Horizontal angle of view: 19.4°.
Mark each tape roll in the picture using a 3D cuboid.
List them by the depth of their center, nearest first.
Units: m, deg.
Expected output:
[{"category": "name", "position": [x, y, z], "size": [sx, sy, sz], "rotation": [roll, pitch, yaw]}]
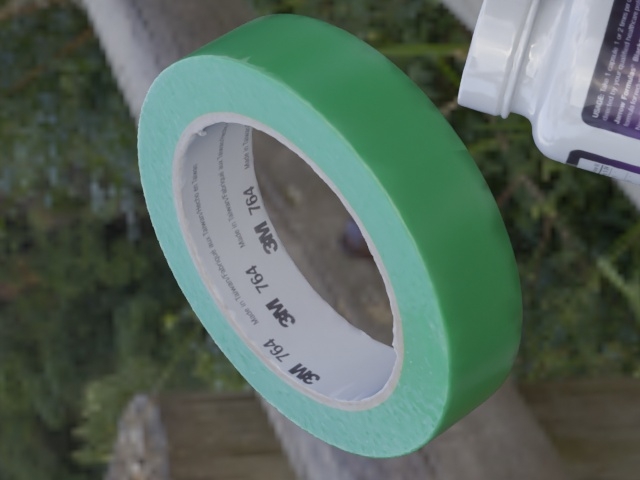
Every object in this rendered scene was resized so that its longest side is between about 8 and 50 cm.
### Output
[{"category": "tape roll", "position": [0.000, 0.000, 1.332], "size": [0.321, 0.077, 0.321], "rotation": [36, 143, 33]}]

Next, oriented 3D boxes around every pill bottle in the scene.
[{"category": "pill bottle", "position": [0.176, -0.083, 0.994], "size": [0.108, 0.193, 0.108], "rotation": [17, -90, -85]}]
